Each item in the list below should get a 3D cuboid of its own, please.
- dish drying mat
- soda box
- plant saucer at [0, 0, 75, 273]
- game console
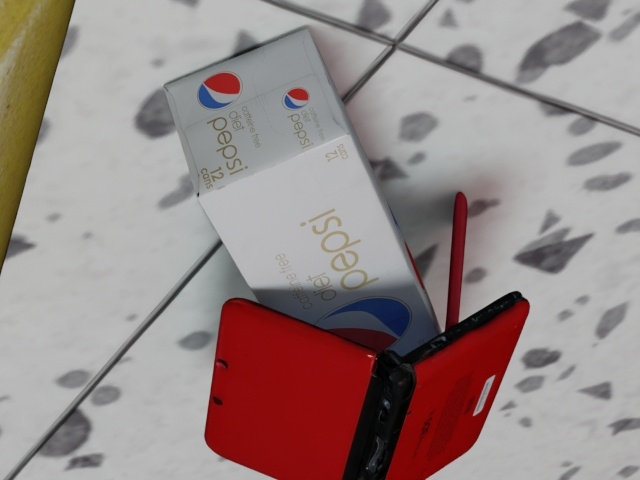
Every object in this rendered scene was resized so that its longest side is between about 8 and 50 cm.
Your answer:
[{"bbox_3d":[0.068,0.017,0.865,0.008,0.083,0.032,5,143,4],"label":"dish drying mat"},{"bbox_3d":[0.000,0.000,0.821,0.074,0.069,0.216,-22,144,4],"label":"soda box"},{"bbox_3d":[-0.264,-0.019,0.665,0.332,0.081,0.333,-1,140,-24],"label":"plant saucer"},{"bbox_3d":[0.020,0.067,0.840,0.124,0.085,0.144,-29,154,-26],"label":"game console"}]
